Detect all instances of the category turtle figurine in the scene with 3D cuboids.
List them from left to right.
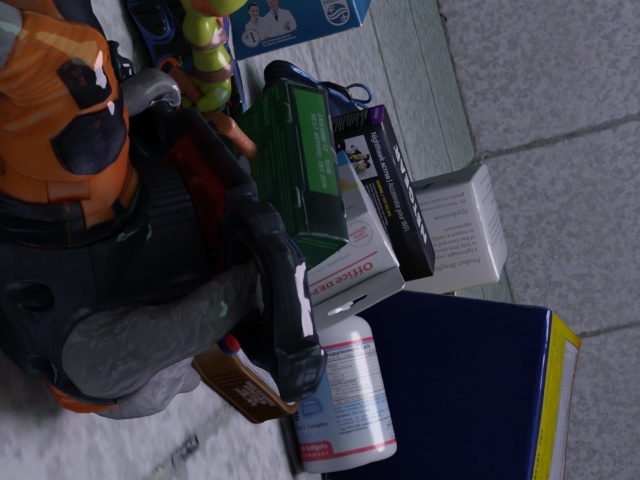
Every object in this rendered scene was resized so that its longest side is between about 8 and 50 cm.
[{"bbox_3d":[-0.097,-0.190,0.669,0.217,0.087,0.270,45,-16,39],"label":"turtle figurine"}]

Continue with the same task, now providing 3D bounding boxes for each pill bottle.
[{"bbox_3d":[0.011,0.122,1.036,0.087,0.087,0.160,8,69,-74],"label":"pill bottle"}]

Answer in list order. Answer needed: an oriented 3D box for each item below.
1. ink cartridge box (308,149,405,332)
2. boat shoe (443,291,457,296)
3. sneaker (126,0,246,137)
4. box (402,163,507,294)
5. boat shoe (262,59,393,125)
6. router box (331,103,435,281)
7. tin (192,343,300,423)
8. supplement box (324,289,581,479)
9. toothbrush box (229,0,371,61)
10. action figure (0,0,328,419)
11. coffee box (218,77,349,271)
[{"bbox_3d":[0.000,0.000,0.978,0.062,0.104,0.181,60,5,-25],"label":"ink cartridge box"},{"bbox_3d":[0.150,0.131,1.498,0.121,0.110,0.341,43,36,-65],"label":"boat shoe"},{"bbox_3d":[-0.107,-0.167,0.912,0.087,0.083,0.221,27,55,-88],"label":"sneaker"},{"bbox_3d":[0.115,-0.005,1.350,0.182,0.180,0.119,-38,114,-74],"label":"box"},{"bbox_3d":[0.014,-0.135,1.249,0.258,0.109,0.089,32,43,-72],"label":"boat shoe"},{"bbox_3d":[0.026,-0.032,1.142,0.046,0.133,0.179,-78,151,-58],"label":"router box"},{"bbox_3d":[-0.060,0.076,0.920,0.190,0.040,0.106,53,23,-56],"label":"tin"},{"bbox_3d":[0.156,0.172,1.231,0.356,0.195,0.194,30,67,-70],"label":"supplement box"},{"bbox_3d":[-0.050,-0.344,1.043,0.216,0.126,0.296,-72,144,-62],"label":"toothbrush box"},{"bbox_3d":[-0.144,-0.048,0.603,0.341,0.178,0.330,45,-25,56],"label":"action figure"},{"bbox_3d":[-0.054,-0.013,0.763,0.040,0.184,0.113,11,59,-34],"label":"coffee box"}]
